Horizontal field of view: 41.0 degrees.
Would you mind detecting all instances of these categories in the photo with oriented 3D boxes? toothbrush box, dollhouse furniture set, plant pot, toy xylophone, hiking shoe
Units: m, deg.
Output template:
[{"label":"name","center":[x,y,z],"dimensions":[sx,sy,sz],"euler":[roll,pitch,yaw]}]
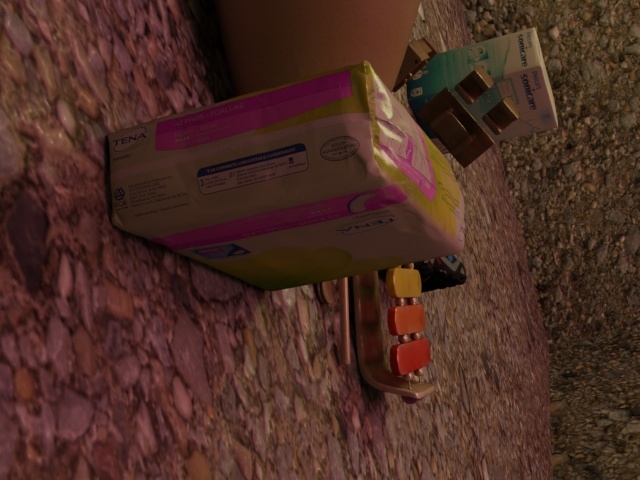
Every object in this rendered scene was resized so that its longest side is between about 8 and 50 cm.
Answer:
[{"label":"toothbrush box","center":[0.366,-0.329,1.933],"dimensions":[0.216,0.296,0.126],"euler":[55,29,-51]},{"label":"dollhouse furniture set","center":[0.222,-0.253,1.609],"dimensions":[0.242,0.212,0.161],"euler":[49,23,-1]},{"label":"plant pot","center":[-0.004,-0.233,0.920],"dimensions":[0.256,0.257,0.273],"euler":[-13,106,-72]},{"label":"toy xylophone","center":[0.090,0.069,1.168],"dimensions":[0.236,0.081,0.322],"euler":[-14,98,-72]},{"label":"hiking shoe","center":[0.168,0.008,1.420],"dimensions":[0.304,0.113,0.132],"euler":[32,49,-65]}]

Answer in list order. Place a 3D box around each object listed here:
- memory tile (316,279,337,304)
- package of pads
[{"label":"memory tile","center":[0.000,0.000,1.091],"dimensions":[0.148,0.012,0.113],"euler":[-75,147,-53]},{"label":"package of pads","center":[-0.007,-0.040,0.754],"dimensions":[0.296,0.229,0.101],"euler":[31,49,-66]}]
